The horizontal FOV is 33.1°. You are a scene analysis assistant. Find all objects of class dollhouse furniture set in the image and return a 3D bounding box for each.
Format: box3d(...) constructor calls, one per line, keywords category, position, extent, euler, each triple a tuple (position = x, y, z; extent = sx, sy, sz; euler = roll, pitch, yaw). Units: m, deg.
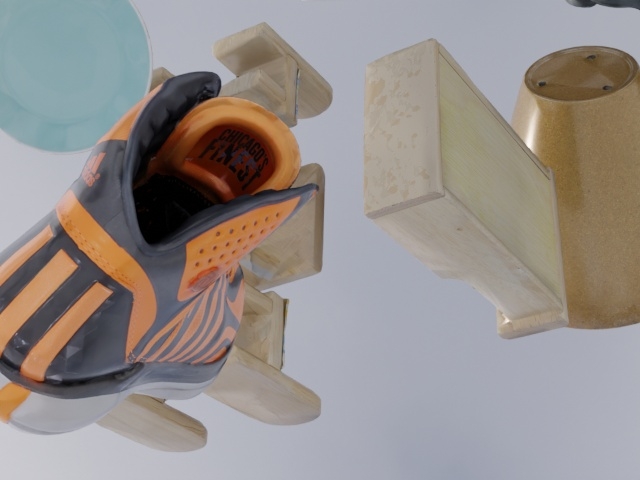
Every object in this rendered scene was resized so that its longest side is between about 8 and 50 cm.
box3d(category="dollhouse furniture set", position=(0.000, 0.000, 1.040), extent=(0.394, 0.256, 0.362), euler=(-18, -126, 30))

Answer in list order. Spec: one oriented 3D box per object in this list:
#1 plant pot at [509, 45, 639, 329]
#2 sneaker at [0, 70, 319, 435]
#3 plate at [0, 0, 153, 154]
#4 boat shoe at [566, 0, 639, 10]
box3d(category="plant pot", position=(0.294, -0.072, 1.180), extent=(0.237, 0.254, 0.237), euler=(-10, -143, 8))
box3d(category="sneaker", position=(-0.070, 0.001, 0.628), extent=(0.124, 0.321, 0.180), euler=(45, -78, 2))
box3d(category="plate", position=(-0.256, -0.179, 1.065), extent=(0.188, 0.024, 0.188), euler=(1, -78, 3))
box3d(category="boat shoe", position=(0.285, -0.264, 1.027), extent=(0.340, 0.113, 0.127), euler=(18, -138, -33))
